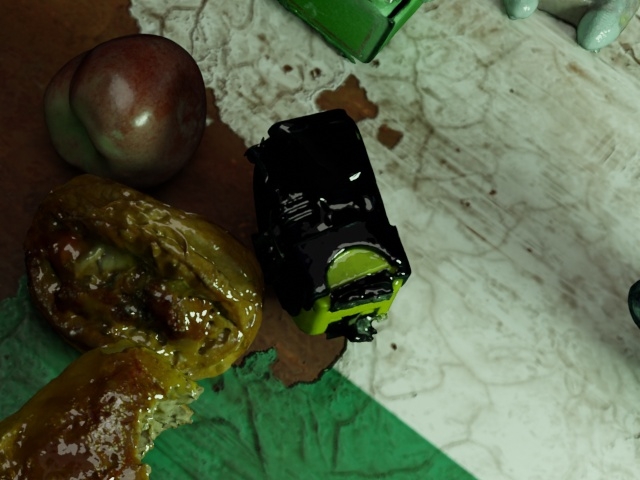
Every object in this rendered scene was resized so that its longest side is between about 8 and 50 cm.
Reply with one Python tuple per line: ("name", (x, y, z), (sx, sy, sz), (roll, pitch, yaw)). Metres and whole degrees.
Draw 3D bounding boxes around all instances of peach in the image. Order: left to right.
("peach", (-0.175, -0.129, 1.499), (0.152, 0.152, 0.152), (3, 64, -7))

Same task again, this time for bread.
("bread", (-0.227, 0.242, 1.276), (0.185, 0.109, 0.380), (39, 62, 17))

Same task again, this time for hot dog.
("hot dog", (-0.161, 0.031, 1.431), (0.226, 0.099, 0.161), (21, 107, 10))

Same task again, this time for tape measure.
("tape measure", (0.000, 0.000, 1.437), (0.112, 0.186, 0.199), (-12, 71, -9))

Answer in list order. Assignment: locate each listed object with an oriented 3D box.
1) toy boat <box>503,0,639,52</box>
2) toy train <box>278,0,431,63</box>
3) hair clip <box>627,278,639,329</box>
("toy boat", (0.276, -0.309, 1.679), (0.155, 0.085, 0.227), (23, 64, 3))
("toy train", (0.016, -0.300, 1.569), (0.243, 0.188, 0.132), (40, 62, 1))
("hair clip", (0.417, 0.117, 1.434), (0.310, 0.206, 0.194), (40, 60, 16))
